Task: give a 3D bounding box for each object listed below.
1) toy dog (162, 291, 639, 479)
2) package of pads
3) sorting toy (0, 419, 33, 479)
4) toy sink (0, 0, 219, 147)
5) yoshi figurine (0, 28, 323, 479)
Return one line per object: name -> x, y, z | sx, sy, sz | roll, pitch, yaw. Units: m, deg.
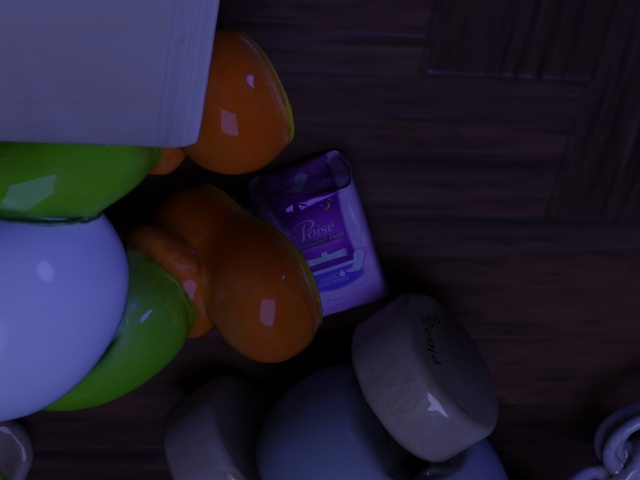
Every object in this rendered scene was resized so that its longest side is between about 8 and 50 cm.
toy dog -> 0.075, 0.168, 0.855 | 0.334, 0.161, 0.220 | 21, 133, -25
package of pads -> 0.000, 0.000, 0.791 | 0.050, 0.032, 0.083 | -19, 131, 0
sorting toy -> -0.267, 0.136, 0.823 | 0.229, 0.041, 0.307 | 6, 129, -30
toy sink -> -0.159, -0.125, 0.575 | 0.234, 0.152, 0.131 | 1, 130, -14
yoshi figurine -> -0.162, 0.053, 0.626 | 0.362, 0.203, 0.203 | -26, 169, -22
